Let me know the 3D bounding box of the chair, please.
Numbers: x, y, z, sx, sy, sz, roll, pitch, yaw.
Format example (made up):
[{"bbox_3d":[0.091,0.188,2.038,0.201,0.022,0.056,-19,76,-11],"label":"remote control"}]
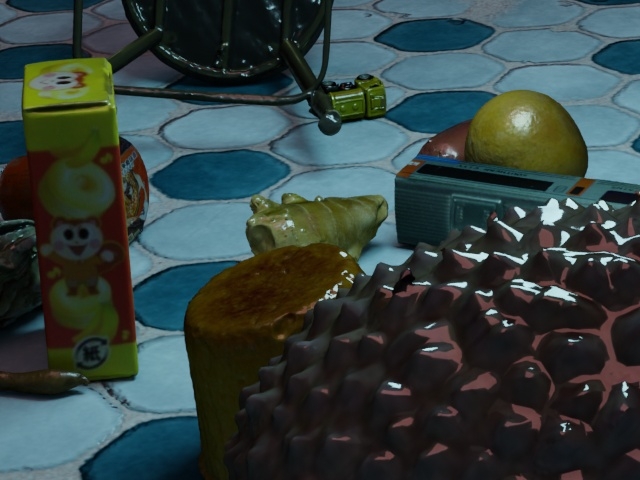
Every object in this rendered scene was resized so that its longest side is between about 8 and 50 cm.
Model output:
[{"bbox_3d":[-0.132,-0.336,2.376,0.362,0.364,0.410,3,8,3],"label":"chair"}]

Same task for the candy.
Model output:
[{"bbox_3d":[-0.224,-0.019,1.769,0.088,0.276,0.146,-4,24,-5],"label":"candy"}]

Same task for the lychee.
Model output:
[{"bbox_3d":[0.133,0.173,1.147,0.380,0.432,0.380,31,25,-16],"label":"lychee"}]

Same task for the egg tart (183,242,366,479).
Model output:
[{"bbox_3d":[-0.019,0.111,1.567,0.215,0.171,0.215,-17,24,8],"label":"egg tart"}]

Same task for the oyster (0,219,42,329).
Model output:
[{"bbox_3d":[-0.356,0.040,1.889,0.267,0.112,0.198,-12,2,-1],"label":"oyster"}]

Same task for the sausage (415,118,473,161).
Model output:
[{"bbox_3d":[0.164,-0.098,2.176,0.076,0.076,0.141,16,30,39],"label":"sausage"}]

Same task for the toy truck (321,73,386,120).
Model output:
[{"bbox_3d":[0.045,-0.180,2.417,0.083,0.049,0.054,-11,25,-16],"label":"toy truck"}]

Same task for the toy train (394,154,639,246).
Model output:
[{"bbox_3d":[0.270,-0.013,1.938,0.409,0.086,0.089,10,27,28],"label":"toy train"}]

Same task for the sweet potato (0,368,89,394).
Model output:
[{"bbox_3d":[-0.270,0.130,1.743,0.115,0.026,0.026,1,23,11],"label":"sweet potato"}]

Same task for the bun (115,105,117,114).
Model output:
[{"bbox_3d":[-0.297,-0.155,2.397,0.086,0.055,0.086,-16,22,6],"label":"bun"}]

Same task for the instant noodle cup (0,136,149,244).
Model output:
[{"bbox_3d":[-0.277,-0.052,2.071,0.135,0.127,0.127,-1,20,33],"label":"instant noodle cup"}]

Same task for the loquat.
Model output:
[{"bbox_3d":[0.226,-0.096,2.087,0.141,0.141,0.141,-3,23,1],"label":"loquat"}]

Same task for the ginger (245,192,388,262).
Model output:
[{"bbox_3d":[-0.013,-0.004,1.955,0.115,0.081,0.205,18,28,18],"label":"ginger"}]
